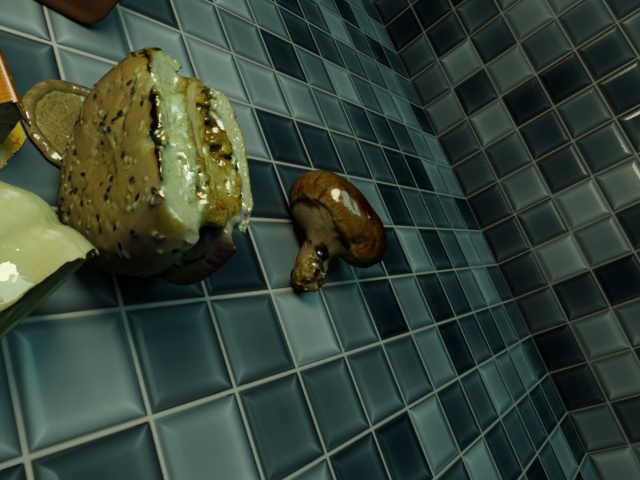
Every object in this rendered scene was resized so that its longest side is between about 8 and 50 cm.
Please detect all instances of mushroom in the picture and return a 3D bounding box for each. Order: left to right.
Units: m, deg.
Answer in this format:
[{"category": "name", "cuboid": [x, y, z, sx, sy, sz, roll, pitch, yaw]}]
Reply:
[{"category": "mushroom", "cuboid": [0.014, -0.034, 1.135, 0.254, 0.267, 0.267, -17, 76, -22]}]

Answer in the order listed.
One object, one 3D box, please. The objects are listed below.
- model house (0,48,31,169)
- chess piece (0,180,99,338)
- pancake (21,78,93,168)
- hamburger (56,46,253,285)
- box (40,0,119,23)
[{"category": "model house", "cuboid": [-0.467, -0.196, 0.646, 0.207, 0.136, 0.219, -11, 73, -58]}, {"category": "chess piece", "cuboid": [-0.469, -0.070, 0.488, 0.442, 0.234, 0.234, 47, 34, -10]}, {"category": "pancake", "cuboid": [-0.397, -0.185, 0.839, 0.199, 0.021, 0.199, 32, 43, -36]}, {"category": "hamburger", "cuboid": [-0.245, -0.084, 0.732, 0.195, 0.276, 0.318, 16, 51, -52]}, {"category": "box", "cuboid": [-0.479, -0.582, 0.850, 0.339, 0.239, 0.229, 21, 51, -45]}]
